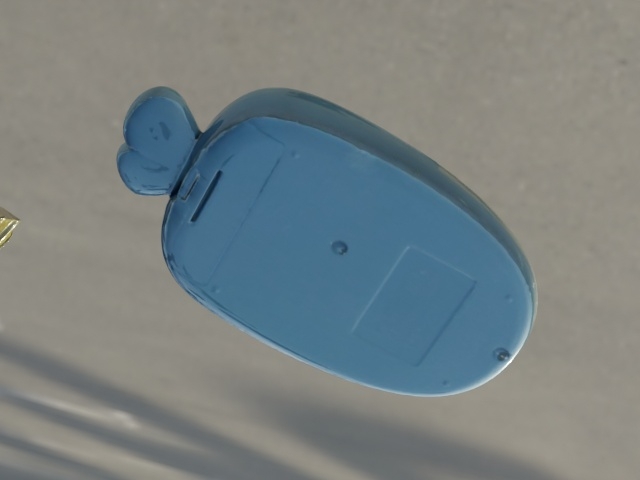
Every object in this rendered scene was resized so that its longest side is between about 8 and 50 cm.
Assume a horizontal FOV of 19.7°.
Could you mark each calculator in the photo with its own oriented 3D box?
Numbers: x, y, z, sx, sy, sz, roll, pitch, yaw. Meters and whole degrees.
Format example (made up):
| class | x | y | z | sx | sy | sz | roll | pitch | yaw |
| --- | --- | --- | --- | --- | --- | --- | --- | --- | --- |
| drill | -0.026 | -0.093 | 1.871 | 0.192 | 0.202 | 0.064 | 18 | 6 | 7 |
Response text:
| class | x | y | z | sx | sy | sz | roll | pitch | yaw |
| --- | --- | --- | --- | --- | --- | --- | --- | --- | --- |
| calculator | 0.000 | 0.000 | 1.215 | 0.302 | 0.042 | 0.188 | 27 | 127 | -5 |

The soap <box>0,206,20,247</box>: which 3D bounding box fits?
| class | x | y | z | sx | sy | sz | roll | pitch | yaw |
| --- | --- | --- | --- | --- | --- | --- | --- | --- | --- |
| soap | -0.391 | 0.059 | 1.762 | 0.037 | 0.252 | 0.092 | 44 | 179 | 5 |
